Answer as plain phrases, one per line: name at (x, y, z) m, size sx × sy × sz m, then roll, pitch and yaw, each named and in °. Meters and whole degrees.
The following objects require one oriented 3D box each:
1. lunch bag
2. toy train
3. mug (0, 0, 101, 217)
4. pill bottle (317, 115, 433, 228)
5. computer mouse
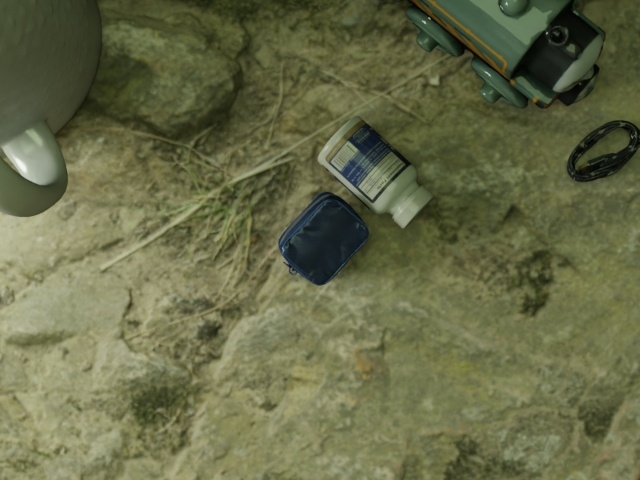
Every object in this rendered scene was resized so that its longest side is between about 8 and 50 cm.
lunch bag at (0.000, 0.000, 1.282) m, size 0.067 × 0.065 × 0.098 m, roll 44°, pitch 94°, yaw -10°
toy train at (0.144, -0.259, 1.200) m, size 0.334 × 0.190 × 0.142 m, roll 42°, pitch 95°, yaw 6°
mug at (-0.376, -0.188, 1.196) m, size 0.276 × 0.328 × 0.374 m, roll -32°, pitch 86°, yaw 6°
pill bottle at (0.061, -0.070, 1.272) m, size 0.120 × 0.067 × 0.067 m, roll 43°, pitch 95°, yaw 5°
computer mouse at (0.377, -0.110, 1.252) m, size 0.242 × 0.041 × 0.071 m, roll -15°, pitch 79°, yaw 14°
